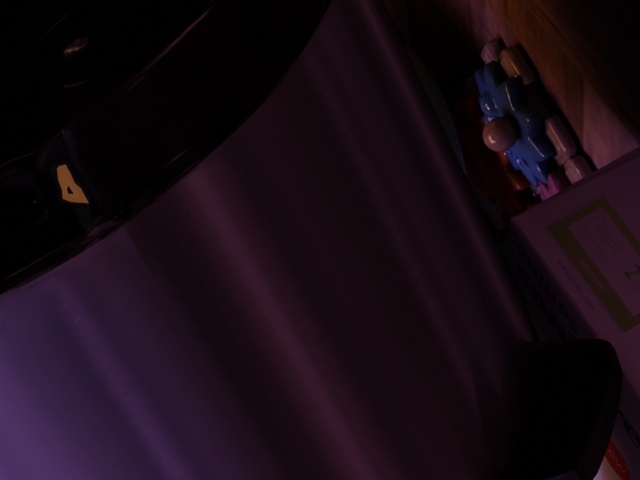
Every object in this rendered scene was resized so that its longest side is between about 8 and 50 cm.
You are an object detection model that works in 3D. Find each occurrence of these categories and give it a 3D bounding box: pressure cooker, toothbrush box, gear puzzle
[{"bbox_3d":[-0.093,0.056,0.954,0.370,0.375,0.420,39,161,56],"label":"pressure cooker"},{"bbox_3d":[0.200,0.101,1.060,0.206,0.122,0.283,57,168,24],"label":"toothbrush box"},{"bbox_3d":[0.123,-0.013,1.350,0.175,0.044,0.339,60,170,9],"label":"gear puzzle"}]

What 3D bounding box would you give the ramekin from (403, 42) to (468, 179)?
[{"bbox_3d":[0.000,0.000,1.376,0.303,0.148,0.303,172,90,-76],"label":"ramekin"}]
